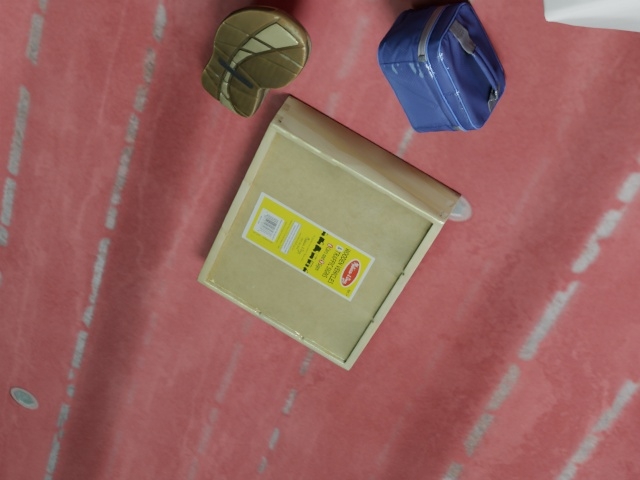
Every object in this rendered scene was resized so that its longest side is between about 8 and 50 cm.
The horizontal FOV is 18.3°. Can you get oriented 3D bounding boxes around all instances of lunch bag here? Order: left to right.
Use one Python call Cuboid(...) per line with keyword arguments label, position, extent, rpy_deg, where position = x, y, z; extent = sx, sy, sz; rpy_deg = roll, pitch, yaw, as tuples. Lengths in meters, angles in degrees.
Cuboid(label="lunch bag", position=(0.096, -0.125, 1.479), extent=(0.065, 0.067, 0.098), rpy_deg=(-2, 134, 38))

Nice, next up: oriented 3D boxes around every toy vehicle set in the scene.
Cuboid(label="toy vehicle set", position=(0.000, 0.000, 1.725), extent=(0.166, 0.035, 0.267), rpy_deg=(31, 144, 1))

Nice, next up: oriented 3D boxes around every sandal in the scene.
Cuboid(label="sandal", position=(-0.049, -0.150, 1.580), extent=(0.072, 0.049, 0.180), rpy_deg=(41, 158, -3))

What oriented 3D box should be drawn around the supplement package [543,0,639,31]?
Cuboid(label="supplement package", position=(0.217, -0.263, 1.007), extent=(0.177, 0.175, 0.293), rpy_deg=(-9, 85, 42))
